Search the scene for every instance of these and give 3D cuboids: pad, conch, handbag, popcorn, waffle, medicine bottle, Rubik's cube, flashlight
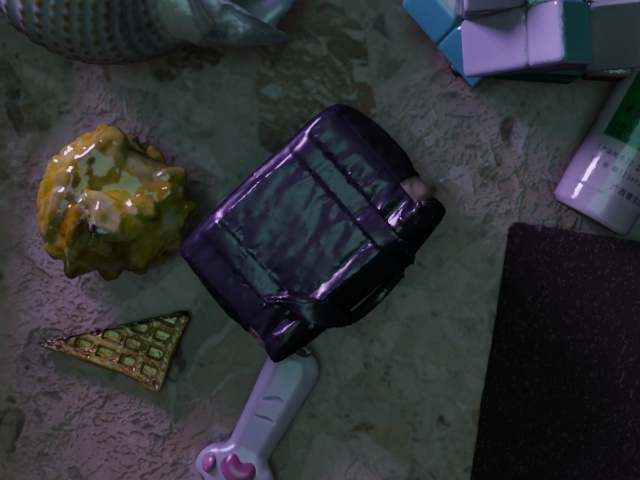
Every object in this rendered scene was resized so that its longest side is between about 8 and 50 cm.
[{"bbox_3d":[0.281,0.156,1.316,0.220,0.004,0.330,11,95,25],"label":"pad"},{"bbox_3d":[-0.183,-0.320,1.274,0.319,0.215,0.303,20,101,-28],"label":"conch"},{"bbox_3d":[0.000,0.000,1.287,0.254,0.181,0.181,-42,82,6],"label":"handbag"},{"bbox_3d":[-0.217,-0.039,1.330,0.174,0.142,0.173,-4,67,9],"label":"popcorn"},{"bbox_3d":[-0.231,0.102,1.385,0.153,0.023,0.097,19,92,4],"label":"waffle"},{"bbox_3d":[0.345,-0.136,1.295,0.095,0.095,0.260,28,95,3],"label":"medicine bottle"},{"bbox_3d":[0.216,-0.264,1.239,0.265,0.213,0.224,3,93,5],"label":"Rubik's cube"},{"bbox_3d":[-0.064,0.206,1.364,0.093,0.047,0.200,29,95,3],"label":"flashlight"}]
